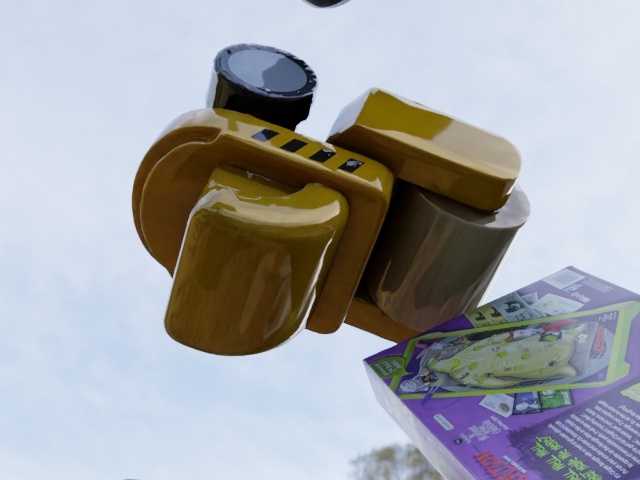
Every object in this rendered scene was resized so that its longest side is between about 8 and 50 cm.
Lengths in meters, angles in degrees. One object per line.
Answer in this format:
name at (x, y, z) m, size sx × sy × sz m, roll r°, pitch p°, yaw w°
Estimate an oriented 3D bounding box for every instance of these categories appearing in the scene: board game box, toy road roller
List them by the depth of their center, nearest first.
board game box at (0.172, 0.108, 0.700) m, size 0.208 × 0.347 × 0.056 m, roll -19°, pitch -77°, yaw -9°
toy road roller at (0.000, 0.000, 0.850) m, size 0.329 × 0.241 × 0.203 m, roll 20°, pitch -54°, yaw 0°

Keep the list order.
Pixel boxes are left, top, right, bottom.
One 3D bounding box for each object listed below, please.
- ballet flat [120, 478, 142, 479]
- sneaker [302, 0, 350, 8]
ballet flat at (-0.074, 0.251, 0.566) m, size 0.095 × 0.280 × 0.096 m, roll -48°, pitch -29°, yaw 14°
sneaker at (0.108, -0.305, 0.926) m, size 0.112 × 0.319 × 0.131 m, roll 35°, pitch -13°, yaw 46°
